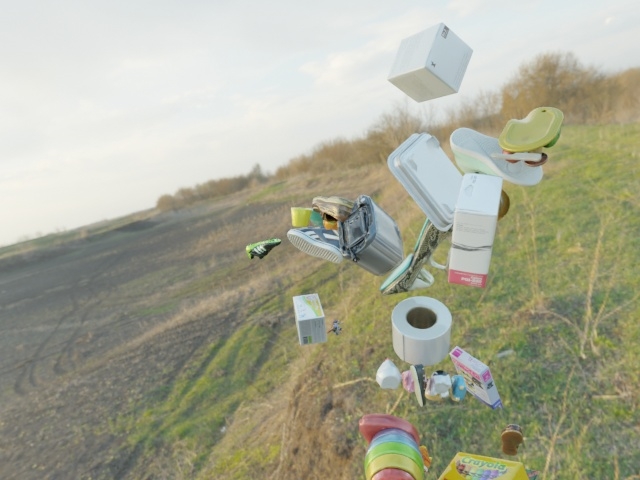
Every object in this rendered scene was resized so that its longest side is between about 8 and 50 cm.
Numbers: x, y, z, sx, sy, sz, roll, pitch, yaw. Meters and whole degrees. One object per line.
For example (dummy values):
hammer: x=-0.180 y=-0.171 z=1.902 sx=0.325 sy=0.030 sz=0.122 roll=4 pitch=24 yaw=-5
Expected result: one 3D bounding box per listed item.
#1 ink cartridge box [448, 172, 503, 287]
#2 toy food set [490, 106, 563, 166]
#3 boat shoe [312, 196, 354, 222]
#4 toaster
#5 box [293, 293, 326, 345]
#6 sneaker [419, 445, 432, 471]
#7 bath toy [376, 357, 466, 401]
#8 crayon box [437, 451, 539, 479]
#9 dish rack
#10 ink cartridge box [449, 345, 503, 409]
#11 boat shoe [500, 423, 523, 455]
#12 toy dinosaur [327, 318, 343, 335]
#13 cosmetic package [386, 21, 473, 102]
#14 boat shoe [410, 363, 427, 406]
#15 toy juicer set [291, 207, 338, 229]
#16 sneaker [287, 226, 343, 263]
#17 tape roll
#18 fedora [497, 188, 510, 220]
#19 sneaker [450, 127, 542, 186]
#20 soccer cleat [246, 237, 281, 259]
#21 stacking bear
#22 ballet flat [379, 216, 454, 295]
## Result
ink cartridge box: x=0.358 y=-0.024 z=1.110 sx=0.092 sy=0.218 sz=0.159 roll=8 pitch=41 yaw=20
toy food set: x=0.492 y=-0.226 z=1.125 sx=0.128 sy=0.071 sz=0.218 roll=7 pitch=48 yaw=41
boat shoe: x=0.022 y=-0.077 z=1.234 sx=0.064 sy=0.060 sz=0.178 roll=19 pitch=-4 yaw=-26
toaster: x=0.138 y=-0.003 z=1.296 sx=0.129 sy=0.146 sz=0.227 roll=-39 pitch=35 yaw=28
box: x=-0.044 y=0.304 z=1.876 sx=0.103 sy=0.114 sz=0.203 roll=-7 pitch=20 yaw=-6
sneaker: x=0.321 y=0.709 z=1.602 sx=0.064 sy=0.175 sz=0.067 roll=4 pitch=51 yaw=39
bath toy: x=0.383 y=0.543 z=1.871 sx=0.348 sy=0.152 sz=0.129 roll=13 pitch=29 yaw=-5
crayon box: x=0.399 y=0.659 z=1.233 sx=0.318 sy=0.081 sz=0.202 roll=-29 pitch=7 yaw=-40
dish rack: x=0.410 y=-0.225 z=1.700 sx=0.072 sy=0.333 sz=0.285 roll=-33 pitch=8 yaw=48
ink cartridge box: x=0.697 y=0.629 z=2.136 sx=0.065 sy=0.311 sz=0.185 roll=-39 pitch=32 yaw=-13
boat shoe: x=0.684 y=0.699 z=1.718 sx=0.073 sy=0.207 sz=0.073 roll=10 pitch=51 yaw=19
toy dinosaur: x=0.052 y=0.308 z=1.733 sx=0.090 sy=0.047 sz=0.082 roll=22 pitch=7 yaw=-30
cosmetic package: x=0.335 y=-0.541 z=1.480 sx=0.151 sy=0.151 sz=0.183 roll=25 pitch=-7 yaw=-30
boat shoe: x=0.315 y=0.453 z=1.499 sx=0.042 sy=0.133 sz=0.049 roll=-10 pitch=1 yaw=-11
toy juicer set: x=0.047 y=-0.093 z=1.672 sx=0.209 sy=0.090 sz=0.329 roll=7 pitch=7 yaw=20
sneaker: x=0.000 y=0.000 z=2.144 sx=0.321 sy=0.126 sz=0.127 roll=21 pitch=58 yaw=35
tape roll: x=0.424 y=0.379 z=2.016 sx=0.246 sy=0.169 sz=0.246 roll=-6 pitch=37 yaw=5
fedora: x=0.743 y=-0.151 z=2.134 sx=0.194 sy=0.194 sz=0.079 roll=-10 pitch=19 yaw=32
sneaker: x=0.472 y=-0.204 z=1.288 sx=0.094 sy=0.256 sz=0.151 roll=-52 pitch=-27 yaw=-3
soccer cleat: x=-0.229 y=0.035 z=1.977 sx=0.178 sy=0.072 sz=0.060 roll=-13 pitch=7 yaw=32
stacking bear: x=0.180 y=0.598 z=1.207 sx=0.164 sy=0.176 sz=0.289 roll=-9 pitch=16 yaw=10
ballet flat: x=0.422 y=0.079 z=1.945 sx=0.182 sy=0.483 sz=0.164 roll=31 pitch=28 yaw=4
